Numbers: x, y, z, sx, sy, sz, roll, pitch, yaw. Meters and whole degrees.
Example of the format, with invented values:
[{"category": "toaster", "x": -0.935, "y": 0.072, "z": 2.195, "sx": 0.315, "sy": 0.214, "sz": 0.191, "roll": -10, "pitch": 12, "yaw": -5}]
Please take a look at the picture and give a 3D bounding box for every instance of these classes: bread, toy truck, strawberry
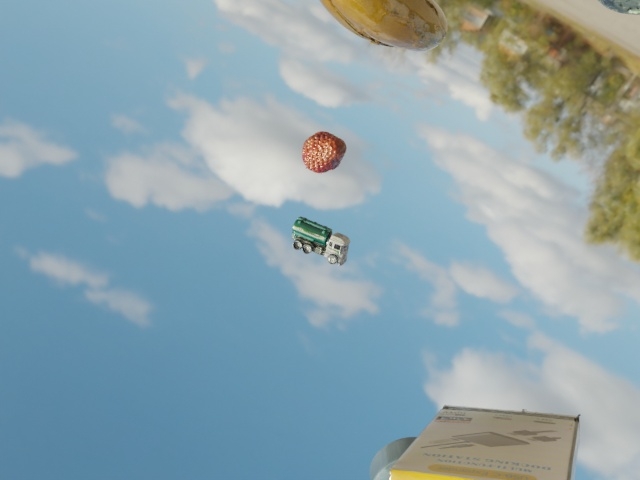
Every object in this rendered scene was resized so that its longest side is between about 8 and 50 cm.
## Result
[{"category": "bread", "x": 0.052, "y": -0.238, "z": 0.804, "sx": 0.189, "sy": 0.077, "sz": 0.114, "roll": 19, "pitch": -158, "yaw": -47}, {"category": "toy truck", "x": 0.000, "y": 0.000, "z": 1.114, "sx": 0.083, "sy": 0.044, "sz": 0.039, "roll": 22, "pitch": -164, "yaw": 14}, {"category": "strawberry", "x": 0.010, "y": -0.144, "z": 1.334, "sx": 0.073, "sy": 0.073, "sz": 0.083, "roll": 16, "pitch": 178, "yaw": -35}]

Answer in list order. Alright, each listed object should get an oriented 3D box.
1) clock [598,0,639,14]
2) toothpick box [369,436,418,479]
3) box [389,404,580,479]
[{"category": "clock", "x": 0.295, "y": -0.275, "z": 0.631, "sx": 0.049, "sy": 0.226, "sz": 0.226, "roll": 37, "pitch": -165, "yaw": -30}, {"category": "toothpick box", "x": 0.107, "y": 0.300, "z": 0.884, "sx": 0.101, "sy": 0.101, "sz": 0.153, "roll": 26, "pitch": -157, "yaw": -13}, {"category": "box", "x": 0.140, "y": 0.176, "z": 0.659, "sx": 0.129, "sy": 0.033, "sz": 0.247, "roll": 1, "pitch": -178, "yaw": 18}]
